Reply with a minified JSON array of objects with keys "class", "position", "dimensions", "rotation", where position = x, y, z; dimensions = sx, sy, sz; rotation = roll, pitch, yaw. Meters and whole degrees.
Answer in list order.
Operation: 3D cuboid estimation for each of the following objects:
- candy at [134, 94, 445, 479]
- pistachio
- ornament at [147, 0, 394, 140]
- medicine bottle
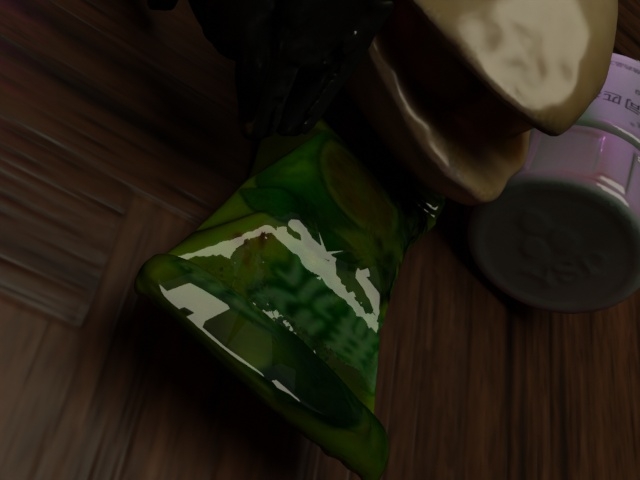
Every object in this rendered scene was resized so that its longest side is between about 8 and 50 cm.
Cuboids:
[{"class":"candy","position":[0.000,0.000,0.436],"dimensions":[0.149,0.069,0.246],"rotation":[41,43,-14]},{"class":"pistachio","position":[0.081,-0.166,0.491],"dimensions":[0.214,0.193,0.318],"rotation":[22,42,-28]},{"class":"ornament","position":[-0.054,-0.196,0.396],"dimensions":[0.080,0.202,0.236],"rotation":[-14,54,-46]},{"class":"medicine bottle","position":[0.187,-0.044,0.574],"dimensions":[0.135,0.135,0.168],"rotation":[43,48,-14]}]
